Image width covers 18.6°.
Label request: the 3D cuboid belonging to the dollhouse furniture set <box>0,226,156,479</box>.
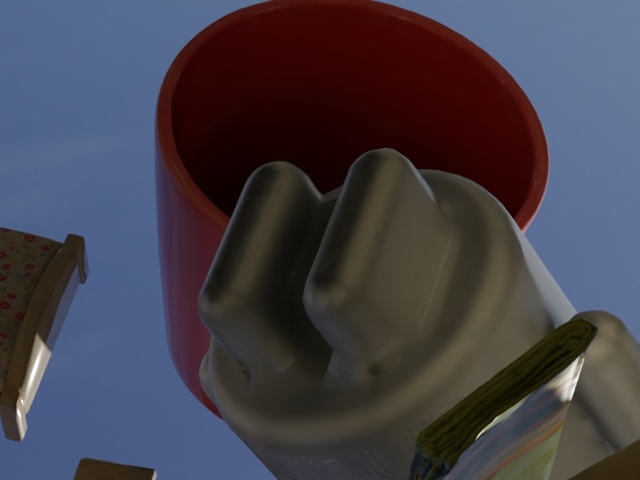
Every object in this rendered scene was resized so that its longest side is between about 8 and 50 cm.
[{"bbox_3d":[-0.217,0.036,1.173,0.303,0.174,0.355,10,-127,7],"label":"dollhouse furniture set"}]

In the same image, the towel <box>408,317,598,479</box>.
[{"bbox_3d":[0.080,0.130,0.934,0.102,0.237,0.021,-34,-118,-23],"label":"towel"}]

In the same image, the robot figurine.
[{"bbox_3d":[0.069,0.098,1.163,0.300,0.353,0.200,-2,-129,38],"label":"robot figurine"}]

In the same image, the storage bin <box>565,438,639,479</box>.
[{"bbox_3d":[0.192,0.103,0.753,0.262,0.123,0.260,-28,168,-5],"label":"storage bin"}]

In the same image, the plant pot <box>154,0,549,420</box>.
[{"bbox_3d":[0.000,0.000,1.402,0.275,0.243,0.275,8,-132,-9],"label":"plant pot"}]
